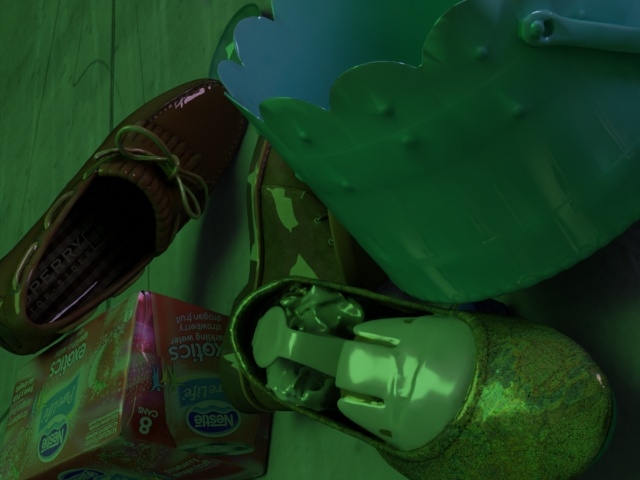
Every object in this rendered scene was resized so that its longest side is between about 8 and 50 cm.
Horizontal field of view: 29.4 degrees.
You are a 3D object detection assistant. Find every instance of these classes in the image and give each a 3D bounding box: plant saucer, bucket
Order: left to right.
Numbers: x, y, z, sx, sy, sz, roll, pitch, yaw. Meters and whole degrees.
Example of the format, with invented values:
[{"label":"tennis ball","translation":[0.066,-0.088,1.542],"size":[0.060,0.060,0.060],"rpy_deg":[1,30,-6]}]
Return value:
[{"label":"plant saucer","translation":[-0.093,-0.218,1.420],"size":[0.119,0.021,0.119],"rpy_deg":[-38,42,44]},{"label":"plant saucer","translation":[0.039,-0.057,0.957],"size":[0.037,0.200,0.200],"rpy_deg":[-3,60,13]},{"label":"bucket","translation":[0.093,-0.108,0.763],"size":[0.281,0.183,0.281],"rpy_deg":[-30,27,17]}]

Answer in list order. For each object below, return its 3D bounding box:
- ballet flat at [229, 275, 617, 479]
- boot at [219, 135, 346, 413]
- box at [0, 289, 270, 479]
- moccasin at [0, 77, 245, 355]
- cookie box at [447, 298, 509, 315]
[{"label":"ballet flat","translation":[0.039,0.086,0.800],"size":[0.348,0.123,0.123],"rpy_deg":[10,81,61]},{"label":"boot","translation":[0.000,0.000,1.059],"size":[0.115,0.112,0.305],"rpy_deg":[-8,66,35]},{"label":"box","translation":[-0.185,0.170,1.184],"size":[0.300,0.154,0.142],"rpy_deg":[-29,47,49]},{"label":"moccasin","translation":[-0.201,-0.040,1.263],"size":[0.380,0.139,0.147],"rpy_deg":[-44,18,-34]},{"label":"cookie box","translation":[0.102,0.104,0.843],"size":[0.092,0.040,0.107],"rpy_deg":[-52,32,29]}]
